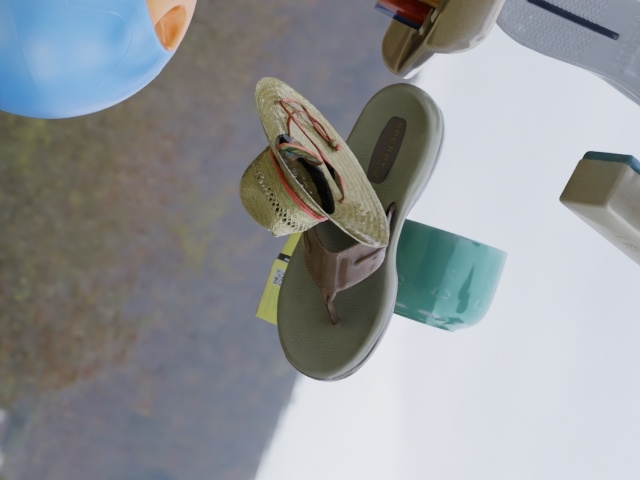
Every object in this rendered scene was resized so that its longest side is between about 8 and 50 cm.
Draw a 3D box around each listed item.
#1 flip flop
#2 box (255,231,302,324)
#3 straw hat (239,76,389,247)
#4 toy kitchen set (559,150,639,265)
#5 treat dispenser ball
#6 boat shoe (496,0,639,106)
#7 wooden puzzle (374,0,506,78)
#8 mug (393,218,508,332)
[{"bbox_3d":[0.029,-0.011,1.650,0.080,0.112,0.277,19,93,-65],"label":"flip flop"},{"bbox_3d":[0.000,0.000,2.020,0.232,0.058,0.087,-60,172,-53],"label":"box"},{"bbox_3d":[-0.020,-0.036,1.252,0.061,0.144,0.144,-37,-160,18],"label":"straw hat"},{"bbox_3d":[0.298,-0.056,1.243,0.207,0.122,0.166,13,-110,57],"label":"toy kitchen set"},{"bbox_3d":[-0.259,-0.261,1.790,0.288,0.288,0.288,-163,-90,-84],"label":"treat dispenser ball"},{"bbox_3d":[0.310,-0.177,1.660,0.121,0.335,0.119,-58,-176,27],"label":"boat shoe"},{"bbox_3d":[0.134,-0.300,1.564,0.322,0.080,0.348,-63,-173,0],"label":"wooden puzzle"},{"bbox_3d":[0.106,0.034,1.923,0.129,0.158,0.097,17,91,-66],"label":"mug"}]
